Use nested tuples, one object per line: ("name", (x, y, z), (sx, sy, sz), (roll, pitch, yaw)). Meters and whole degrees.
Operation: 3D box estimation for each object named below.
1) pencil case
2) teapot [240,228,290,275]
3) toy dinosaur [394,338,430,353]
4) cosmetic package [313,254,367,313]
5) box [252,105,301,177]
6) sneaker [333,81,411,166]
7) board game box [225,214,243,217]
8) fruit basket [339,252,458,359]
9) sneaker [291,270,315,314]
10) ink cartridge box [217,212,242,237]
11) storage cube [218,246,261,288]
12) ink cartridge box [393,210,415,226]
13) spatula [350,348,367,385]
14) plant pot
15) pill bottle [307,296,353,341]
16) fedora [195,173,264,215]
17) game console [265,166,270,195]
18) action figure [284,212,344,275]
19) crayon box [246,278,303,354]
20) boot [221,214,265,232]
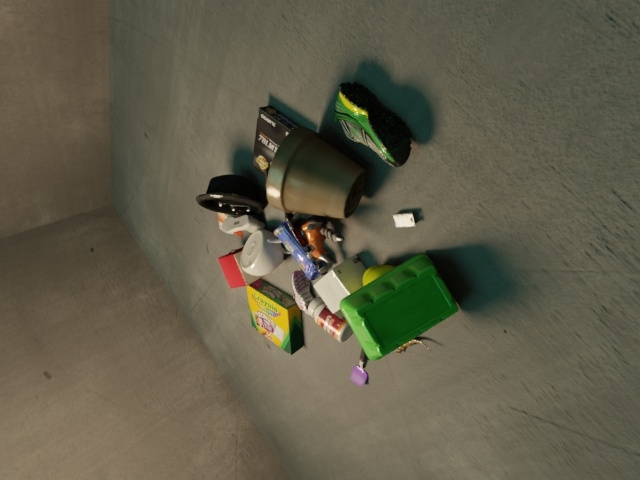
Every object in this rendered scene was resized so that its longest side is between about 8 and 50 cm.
("pencil case", (-0.085, 0.039, 1.852), (0.306, 0.119, 0.133), (51, 170, 13))
("teapot", (-0.266, 0.074, 2.038), (0.253, 0.187, 0.256), (-64, 30, 2))
("toy dinosaur", (0.354, 0.405, 1.636), (0.112, 0.064, 0.211), (40, 150, -1))
("cosmetic package", (0.099, 0.184, 1.706), (0.152, 0.151, 0.184), (55, 143, 8))
("box", (-0.168, -0.377, 1.743), (0.295, 0.073, 0.294), (40, 138, 25))
("sneaker", (0.168, -0.364, 1.339), (0.344, 0.134, 0.146), (55, 149, 23))
("board game box", (-0.484, -0.192, 2.216), (0.193, 0.045, 0.147), (48, 131, 18))
("fruit basket", (0.263, 0.215, 1.441), (0.283, 0.391, 0.392), (60, 142, 4))
("sneaker", (-0.098, 0.262, 2.033), (0.104, 0.095, 0.237), (-4, 110, 58))
("ink cartridge box", (-0.524, -0.101, 2.335), (0.179, 0.045, 0.146), (30, 133, 38))
("storage cube", (-0.415, 0.140, 2.242), (0.193, 0.183, 0.215), (-15, 99, 50))
("ink cartridge box", (0.300, -0.074, 1.421), (0.083, 0.028, 0.048), (-1, 111, 49))
("spatula", (0.198, 0.582, 1.930), (0.084, 0.030, 0.297), (32, 133, 31))
("plant pot", (0.005, -0.218, 1.482), (0.280, 0.323, 0.324), (24, 130, 18))
("pill bottle", (0.050, 0.363, 1.894), (0.221, 0.121, 0.121), (33, 133, 32))
("fedora", (-0.437, -0.231, 2.003), (0.333, 0.333, 0.153), (-12, 69, 51))
("game console", (-0.156, -0.233, 1.693), (0.124, 0.085, 0.144), (31, 134, 31))
("action figure", (0.000, 0.000, 1.644), (0.342, 0.178, 0.330), (59, -177, -24))
("crayon box", (-0.262, 0.424, 2.299), (0.362, 0.106, 0.314), (23, 128, 39))
("boot", (-0.407, -0.072, 2.140), (0.258, 0.123, 0.095), (-2, 70, 45))
